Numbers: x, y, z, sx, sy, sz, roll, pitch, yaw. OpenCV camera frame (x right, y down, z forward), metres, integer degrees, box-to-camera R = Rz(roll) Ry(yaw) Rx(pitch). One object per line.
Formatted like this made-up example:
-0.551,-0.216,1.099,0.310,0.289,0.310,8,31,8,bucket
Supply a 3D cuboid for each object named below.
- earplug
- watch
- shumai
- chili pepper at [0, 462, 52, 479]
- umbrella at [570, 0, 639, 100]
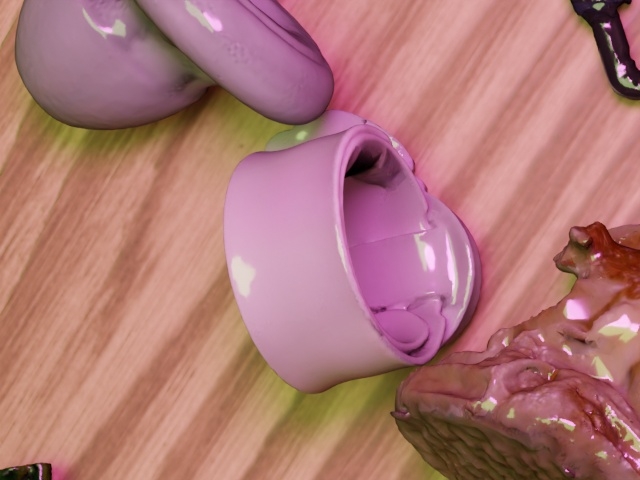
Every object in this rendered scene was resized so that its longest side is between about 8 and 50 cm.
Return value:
-0.128,-0.171,1.511,0.325,0.214,0.175,11,74,45,earplug
0.000,0.000,1.452,0.196,0.231,0.244,-17,79,27,watch
0.251,0.119,1.393,0.314,0.267,0.262,38,70,-8,shumai
-0.288,0.326,1.639,0.099,0.083,0.253,8,87,32,chili pepper
0.219,-0.231,1.460,0.071,0.071,0.248,-16,80,21,umbrella
